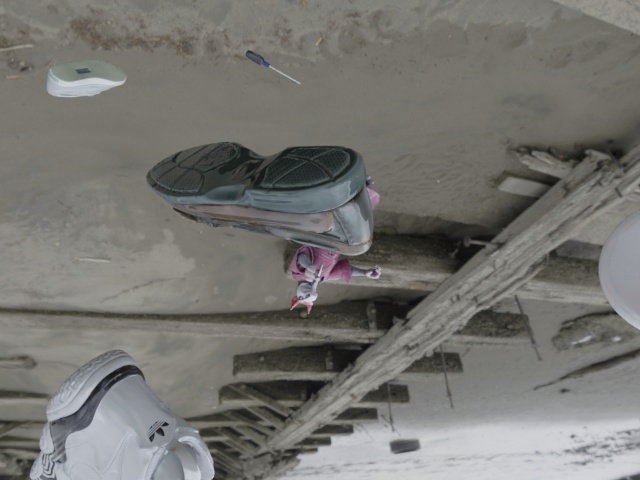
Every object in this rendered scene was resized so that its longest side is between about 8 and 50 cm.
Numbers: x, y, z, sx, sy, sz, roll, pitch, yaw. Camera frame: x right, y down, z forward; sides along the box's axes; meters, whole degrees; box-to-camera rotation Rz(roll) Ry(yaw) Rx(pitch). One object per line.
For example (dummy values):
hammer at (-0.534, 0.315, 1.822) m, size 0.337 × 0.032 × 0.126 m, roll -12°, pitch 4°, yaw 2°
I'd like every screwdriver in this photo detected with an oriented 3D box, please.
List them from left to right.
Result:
screwdriver at (-0.131, -0.482, 1.182) m, size 0.169 × 0.025 × 0.024 m, roll 27°, pitch 103°, yaw -9°

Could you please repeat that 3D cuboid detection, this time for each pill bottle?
pill bottle at (0.362, 0.040, 0.383) m, size 0.214 × 0.117 × 0.117 m, roll 12°, pitch 139°, yaw -32°

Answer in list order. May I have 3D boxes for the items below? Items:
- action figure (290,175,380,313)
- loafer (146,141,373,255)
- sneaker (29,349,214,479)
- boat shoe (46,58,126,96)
action figure at (0.000, 0.000, 1.048) m, size 0.248 × 0.275 × 0.371 m, roll 28°, pitch 91°, yaw -49°
loafer at (-0.070, -0.036, 0.398) m, size 0.267 × 0.096 × 0.084 m, roll 11°, pitch 136°, yaw 40°
sneaker at (-0.285, 0.333, 0.604) m, size 0.210 × 0.137 × 0.366 m, roll 38°, pitch 125°, yaw 12°
boat shoe at (-0.642, -0.437, 1.156) m, size 0.081 × 0.227 × 0.079 m, roll -35°, pitch 94°, yaw 34°
